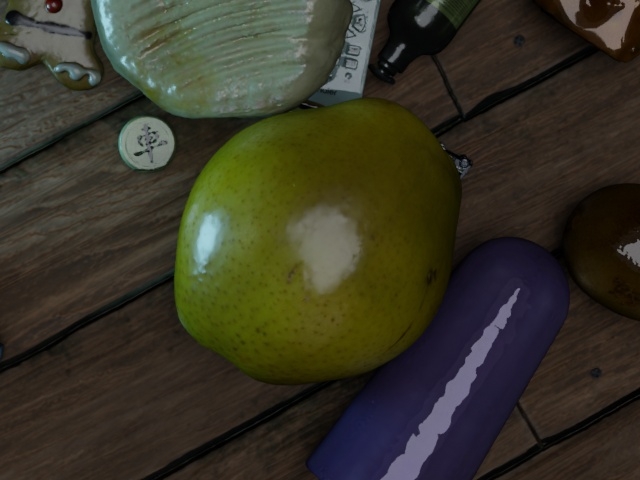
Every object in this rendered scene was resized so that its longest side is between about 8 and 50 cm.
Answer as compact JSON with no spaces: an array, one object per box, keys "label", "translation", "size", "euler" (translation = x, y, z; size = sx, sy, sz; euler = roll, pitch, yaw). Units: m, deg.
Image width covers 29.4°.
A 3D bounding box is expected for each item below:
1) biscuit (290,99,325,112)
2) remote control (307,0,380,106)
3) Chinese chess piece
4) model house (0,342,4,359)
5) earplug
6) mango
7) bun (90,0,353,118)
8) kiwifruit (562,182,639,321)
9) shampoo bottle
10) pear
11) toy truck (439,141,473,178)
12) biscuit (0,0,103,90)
[{"label":"biscuit","translation":[-0.009,-0.165,1.758],"size":[0.083,0.018,0.081],"euler":[16,133,-7]},{"label":"remote control","translation":[0.031,-0.330,1.757],"size":[0.103,0.051,0.293],"euler":[11,91,-1]},{"label":"Chinese chess piece","translation":[-0.247,-0.138,1.744],"size":[0.084,0.034,0.084],"euler":[0,92,-7]},{"label":"model house","translation":[-0.619,0.139,1.634],"size":[0.303,0.215,0.237],"euler":[41,89,-3]},{"label":"earplug","translation":[0.188,0.196,1.735],"size":[0.215,0.215,0.456],"euler":[35,86,-7]},{"label":"mango","translation":[0.398,-0.374,1.754],"size":[0.236,0.136,0.166],"euler":[36,101,5]},{"label":"bun","translation":[-0.126,-0.341,1.655],"size":[0.365,0.219,0.365],"euler":[2,101,8]},{"label":"kiwifruit","translation":[0.461,0.017,1.759],"size":[0.234,0.196,0.196],"euler":[21,91,-8]},{"label":"shampoo bottle","translation":[0.168,-0.343,1.746],"size":[0.101,0.101,0.284],"euler":[37,89,-7]},{"label":"pear","translation":[0.000,0.000,1.620],"size":[0.418,0.362,0.362],"euler":[-43,97,0]},{"label":"toy truck","translation":[0.179,-0.119,1.794],"size":[0.083,0.039,0.044],"euler":[28,107,-6]},{"label":"biscuit","translation":[-0.368,-0.372,1.712],"size":[0.196,0.049,0.302],"euler":[14,91,-9]}]
